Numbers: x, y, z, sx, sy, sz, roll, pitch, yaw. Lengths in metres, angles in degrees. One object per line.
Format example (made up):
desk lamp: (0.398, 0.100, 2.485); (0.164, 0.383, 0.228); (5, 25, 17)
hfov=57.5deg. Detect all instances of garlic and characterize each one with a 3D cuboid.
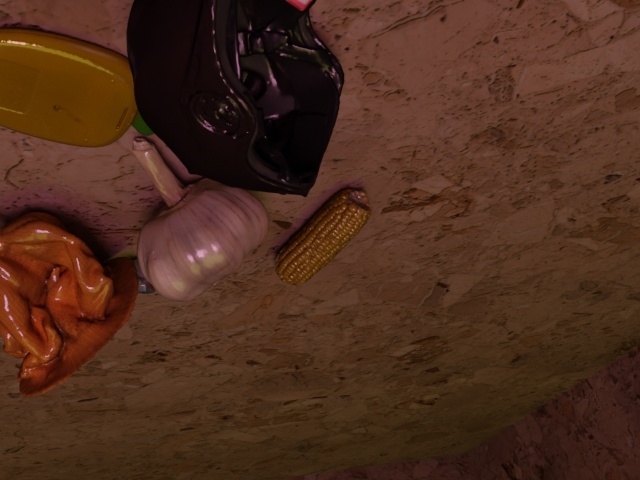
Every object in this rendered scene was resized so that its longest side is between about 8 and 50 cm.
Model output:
garlic: (-0.200, -0.039, 0.810); (0.199, 0.199, 0.226); (-26, 117, 15)

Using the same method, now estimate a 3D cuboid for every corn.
corn: (0.000, 0.000, 0.994); (0.080, 0.080, 0.238); (14, 138, -37)

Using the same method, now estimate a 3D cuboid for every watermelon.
watermelon: (-0.299, 0.055, 0.976); (0.085, 0.085, 0.061); (10, 104, -33)

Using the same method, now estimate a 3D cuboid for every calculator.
calculator: (-0.292, -0.168, 0.675); (0.235, 0.032, 0.146); (10, 139, -35)

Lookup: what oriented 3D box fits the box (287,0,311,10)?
box: (-0.045, -0.361, 0.251); (0.312, 0.314, 0.300); (-37, 143, 28)

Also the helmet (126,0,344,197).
helmet: (-0.098, -0.181, 0.594); (0.177, 0.225, 0.305); (4, 143, 24)

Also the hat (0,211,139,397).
hat: (-0.415, 0.046, 0.808); (0.244, 0.233, 0.233); (-50, 126, -20)
